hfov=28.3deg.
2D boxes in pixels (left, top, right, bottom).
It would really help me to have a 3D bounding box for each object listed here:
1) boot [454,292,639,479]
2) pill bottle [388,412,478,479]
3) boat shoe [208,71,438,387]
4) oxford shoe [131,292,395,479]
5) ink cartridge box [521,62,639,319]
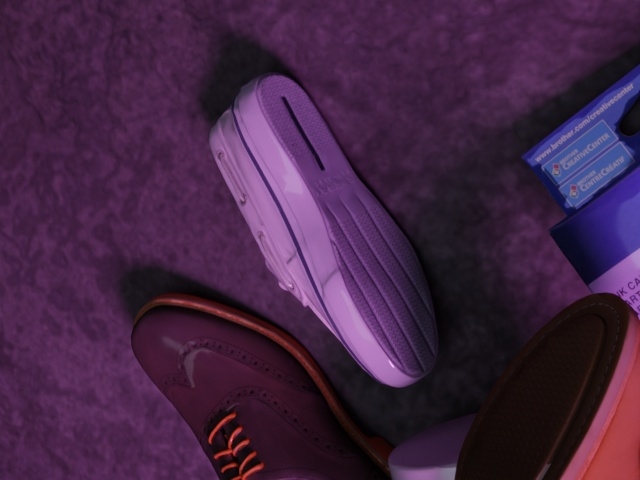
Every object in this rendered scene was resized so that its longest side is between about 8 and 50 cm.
[{"bbox_3d":[0.180,0.188,0.686,0.220,0.109,0.283,19,82,-19],"label":"boot"},{"bbox_3d":[0.123,0.238,0.797,0.136,0.136,0.245,-13,96,30],"label":"pill bottle"},{"bbox_3d":[0.000,0.000,0.844,0.076,0.083,0.226,-37,73,42],"label":"boat shoe"},{"bbox_3d":[-0.038,0.136,0.877,0.271,0.098,0.097,37,117,15],"label":"oxford shoe"},{"bbox_3d":[0.260,0.024,0.690,0.186,0.065,0.311,-39,76,24],"label":"ink cartridge box"}]
